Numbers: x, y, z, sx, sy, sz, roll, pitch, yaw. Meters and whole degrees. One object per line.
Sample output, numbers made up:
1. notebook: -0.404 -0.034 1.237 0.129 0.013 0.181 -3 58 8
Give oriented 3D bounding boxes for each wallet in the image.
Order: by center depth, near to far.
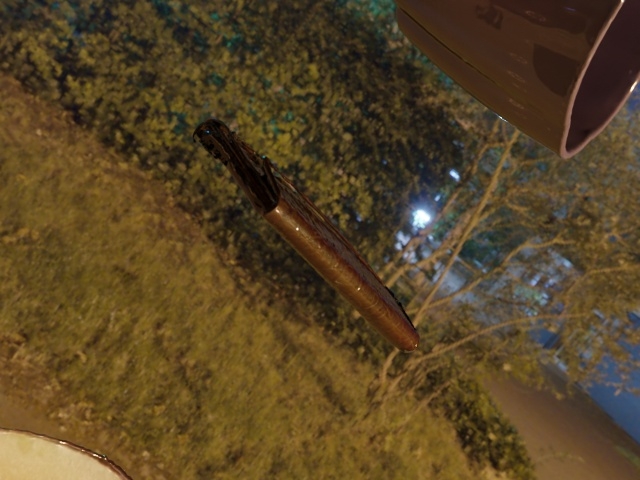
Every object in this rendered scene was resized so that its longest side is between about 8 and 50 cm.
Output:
1. wallet: 0.000 0.000 0.566 0.243 0.039 0.133 43 6 -46

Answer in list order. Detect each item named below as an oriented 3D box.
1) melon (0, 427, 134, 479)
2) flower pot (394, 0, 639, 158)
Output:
1. melon: -0.146 0.135 0.319 0.182 0.054 0.098 11 61 -55
2. flower pot: 0.220 -0.258 0.689 0.243 0.265 0.265 38 8 25
